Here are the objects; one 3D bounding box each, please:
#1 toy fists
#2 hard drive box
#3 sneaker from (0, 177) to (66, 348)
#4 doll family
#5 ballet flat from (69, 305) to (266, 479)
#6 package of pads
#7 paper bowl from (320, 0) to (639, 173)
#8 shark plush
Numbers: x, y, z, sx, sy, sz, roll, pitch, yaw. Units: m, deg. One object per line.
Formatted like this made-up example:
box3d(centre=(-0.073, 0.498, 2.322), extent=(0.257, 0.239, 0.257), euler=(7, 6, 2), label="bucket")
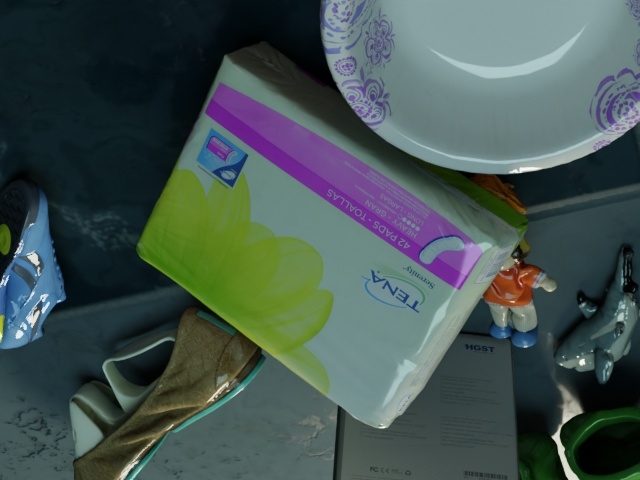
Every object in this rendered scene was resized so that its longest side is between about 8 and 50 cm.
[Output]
box3d(centre=(0.267, 0.244, 1.436), extent=(0.279, 0.096, 0.142), euler=(-22, 156, 21), label="toy fists")
box3d(centre=(0.106, 0.201, 1.342), extent=(0.181, 0.232, 0.089), euler=(7, 132, 0), label="hard drive box")
box3d(centre=(-0.298, 0.022, 1.342), extent=(0.082, 0.069, 0.209), euler=(-6, 130, -35), label="sneaker")
box3d(centre=(0.106, -0.007, 1.258), extent=(0.263, 0.118, 0.163), euler=(7, 141, 23), label="doll family")
box3d(centre=(-0.202, 0.184, 1.448), extent=(0.124, 0.116, 0.342), euler=(43, 124, -4), label="ballet flat")
box3d(centre=(0.000, 0.000, 1.167), extent=(0.296, 0.101, 0.229), euler=(35, 118, 12), label="package of pads")
box3d(centre=(0.144, -0.204, 1.038), extent=(0.284, 0.148, 0.284), euler=(3, 131, 3), label="paper bowl")
box3d(centre=(0.286, 0.079, 1.340), extent=(0.067, 0.073, 0.161), euler=(28, 141, 21), label="shark plush")
